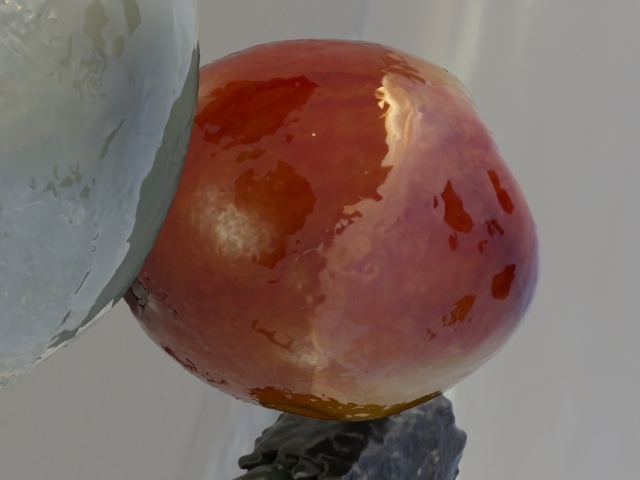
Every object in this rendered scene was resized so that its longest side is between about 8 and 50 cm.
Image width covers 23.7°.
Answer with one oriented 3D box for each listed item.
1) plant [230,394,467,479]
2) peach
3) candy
[{"bbox_3d":[0.013,0.185,1.115,0.194,0.129,0.132,-43,117,-28],"label":"plant"},{"bbox_3d":[0.000,0.000,1.008,0.238,0.281,0.281,-111,-153,-63],"label":"peach"},{"bbox_3d":[-0.152,-0.059,0.647,0.295,0.185,0.295,-37,133,-56],"label":"candy"}]
